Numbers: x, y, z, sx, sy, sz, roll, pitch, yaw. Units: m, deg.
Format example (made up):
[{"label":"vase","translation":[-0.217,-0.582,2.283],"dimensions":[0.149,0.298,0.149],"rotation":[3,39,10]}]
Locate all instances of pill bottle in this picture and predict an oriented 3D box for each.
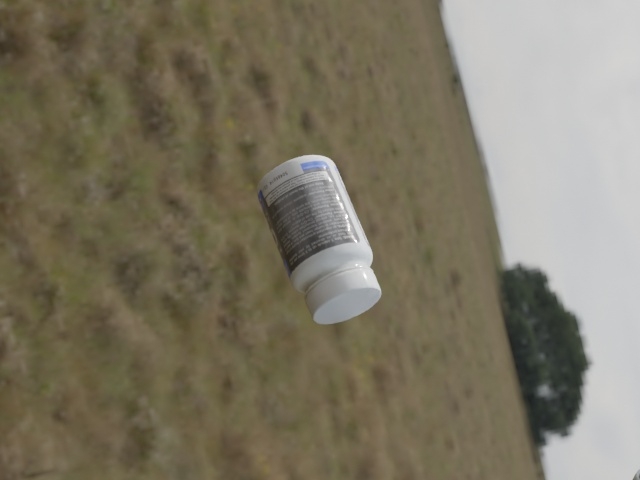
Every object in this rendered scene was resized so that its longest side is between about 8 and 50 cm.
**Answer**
[{"label":"pill bottle","translation":[0.000,0.000,1.292],"dimensions":[0.078,0.078,0.137],"rotation":[65,3,-66]}]

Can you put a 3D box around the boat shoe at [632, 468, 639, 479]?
[{"label":"boat shoe","translation":[0.412,0.208,1.190],"dimensions":[0.114,0.303,0.091],"rotation":[-36,137,-68]}]
